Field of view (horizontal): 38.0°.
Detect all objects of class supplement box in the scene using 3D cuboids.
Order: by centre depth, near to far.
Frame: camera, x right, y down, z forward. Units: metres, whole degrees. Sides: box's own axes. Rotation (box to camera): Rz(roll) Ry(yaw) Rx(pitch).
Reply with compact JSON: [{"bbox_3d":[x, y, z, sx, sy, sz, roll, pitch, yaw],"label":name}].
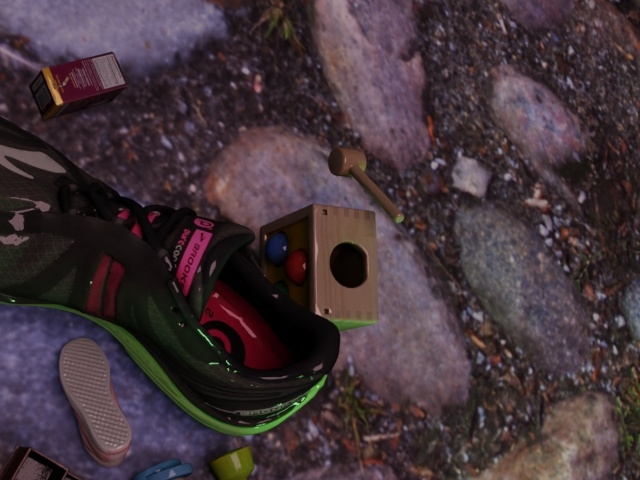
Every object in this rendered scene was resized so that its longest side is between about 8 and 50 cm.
[{"bbox_3d":[-0.257,-0.164,0.985,0.083,0.055,0.043,-23,91,-34],"label":"supplement box"}]

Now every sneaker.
[{"bbox_3d":[-0.176,0.010,0.891,0.483,0.202,0.185,34,46,-24],"label":"sneaker"},{"bbox_3d":[-0.229,0.168,0.937,0.051,0.070,0.134,-17,59,-24],"label":"sneaker"}]

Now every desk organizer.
[{"bbox_3d":[-0.244,0.249,0.901,0.130,0.050,0.047,36,63,-20],"label":"desk organizer"}]

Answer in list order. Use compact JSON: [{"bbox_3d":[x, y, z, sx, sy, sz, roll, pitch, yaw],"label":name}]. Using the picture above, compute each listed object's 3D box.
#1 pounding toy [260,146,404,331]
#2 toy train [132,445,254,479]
[{"bbox_3d":[0.005,-0.007,1.032,0.094,0.181,0.205,6,76,-30],"label":"pounding toy"},{"bbox_3d":[-0.070,0.281,0.980,0.248,0.105,0.143,-11,72,-33],"label":"toy train"}]
